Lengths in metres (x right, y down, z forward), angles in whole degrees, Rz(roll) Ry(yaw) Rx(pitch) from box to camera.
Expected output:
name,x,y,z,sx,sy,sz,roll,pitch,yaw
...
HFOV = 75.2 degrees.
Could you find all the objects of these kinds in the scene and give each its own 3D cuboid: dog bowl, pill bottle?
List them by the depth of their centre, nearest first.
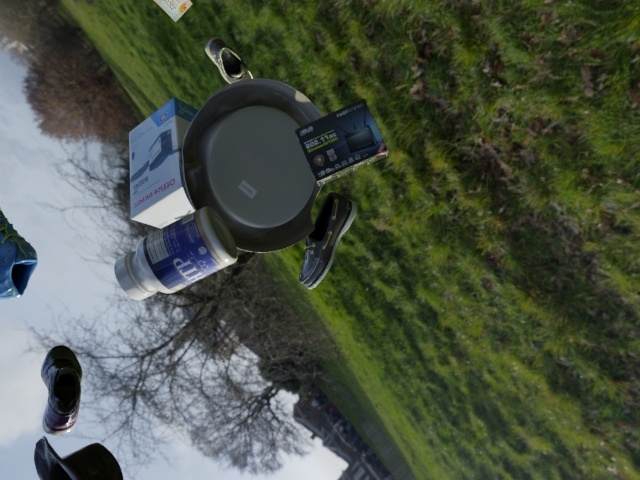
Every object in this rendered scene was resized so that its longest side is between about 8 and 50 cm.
name,x,y,z,sx,sy,sz,roll,pitch,yaw
pill bottle,-0.252,0.028,0.727,0.111,0.187,0.112,63,-176,-7
dog bowl,-0.131,-0.152,0.879,0.349,0.348,0.102,46,161,-30

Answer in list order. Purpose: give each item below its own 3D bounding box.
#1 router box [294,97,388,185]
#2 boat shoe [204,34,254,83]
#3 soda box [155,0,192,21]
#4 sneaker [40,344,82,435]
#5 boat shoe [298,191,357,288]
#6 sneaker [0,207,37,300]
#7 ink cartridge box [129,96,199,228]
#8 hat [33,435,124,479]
name,x,y,z,sx,sy,sz,roll,pitch,yaw
router box,0.033,-0.154,0.655,0.038,0.123,0.092,38,-152,-83
boat shoe,-0.265,-0.524,1.270,0.073,0.080,0.223,50,-175,27
soda box,-0.326,-0.517,0.845,0.063,0.058,0.183,47,-174,-9
sneaker,-0.723,0.390,1.183,0.107,0.124,0.283,7,-148,-39
boat shoe,0.000,0.000,0.946,0.069,0.227,0.081,24,-177,-31
sneaker,-0.541,-0.006,0.704,0.126,0.239,0.091,-2,178,-3
ink cartridge box,-0.438,-0.219,1.214,0.129,0.223,0.307,23,-130,-54
hat,-0.603,0.632,1.086,0.332,0.134,0.331,14,114,34
